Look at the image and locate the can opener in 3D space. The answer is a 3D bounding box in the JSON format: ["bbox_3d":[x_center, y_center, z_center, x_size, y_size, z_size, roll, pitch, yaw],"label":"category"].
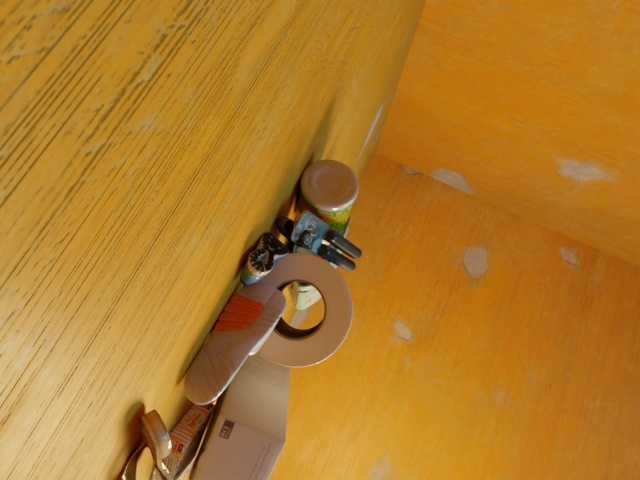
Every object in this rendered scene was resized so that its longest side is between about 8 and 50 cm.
[{"bbox_3d":[0.000,0.000,1.092,0.283,0.095,0.076,33,82,-56],"label":"can opener"}]

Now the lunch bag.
[{"bbox_3d":[-0.027,0.062,1.358,0.223,0.160,0.262,106,4,-64],"label":"lunch bag"}]

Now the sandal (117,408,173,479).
[{"bbox_3d":[-0.278,0.352,0.701,0.079,0.088,0.240,-22,139,-35],"label":"sandal"}]

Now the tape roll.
[{"bbox_3d":[-0.048,0.153,1.046,0.169,0.246,0.246,48,66,-84],"label":"tape roll"}]

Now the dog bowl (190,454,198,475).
[{"bbox_3d":[-0.295,0.683,1.565,0.408,0.150,0.408,24,90,-86],"label":"dog bowl"}]

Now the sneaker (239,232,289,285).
[{"bbox_3d":[-0.120,0.038,0.917,0.073,0.063,0.162,-47,-179,26],"label":"sneaker"}]

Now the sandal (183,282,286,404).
[{"bbox_3d":[-0.170,0.197,0.887,0.265,0.102,0.076,-53,171,-28],"label":"sandal"}]

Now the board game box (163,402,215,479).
[{"bbox_3d":[-0.304,0.463,0.983,0.147,0.045,0.193,-45,159,-76],"label":"board game box"}]

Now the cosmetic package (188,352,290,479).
[{"bbox_3d":[-0.182,0.428,1.099,0.385,0.156,0.217,-102,-145,-76],"label":"cosmetic package"}]

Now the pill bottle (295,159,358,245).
[{"bbox_3d":[0.008,-0.079,1.145,0.245,0.136,0.136,105,11,-63],"label":"pill bottle"}]
